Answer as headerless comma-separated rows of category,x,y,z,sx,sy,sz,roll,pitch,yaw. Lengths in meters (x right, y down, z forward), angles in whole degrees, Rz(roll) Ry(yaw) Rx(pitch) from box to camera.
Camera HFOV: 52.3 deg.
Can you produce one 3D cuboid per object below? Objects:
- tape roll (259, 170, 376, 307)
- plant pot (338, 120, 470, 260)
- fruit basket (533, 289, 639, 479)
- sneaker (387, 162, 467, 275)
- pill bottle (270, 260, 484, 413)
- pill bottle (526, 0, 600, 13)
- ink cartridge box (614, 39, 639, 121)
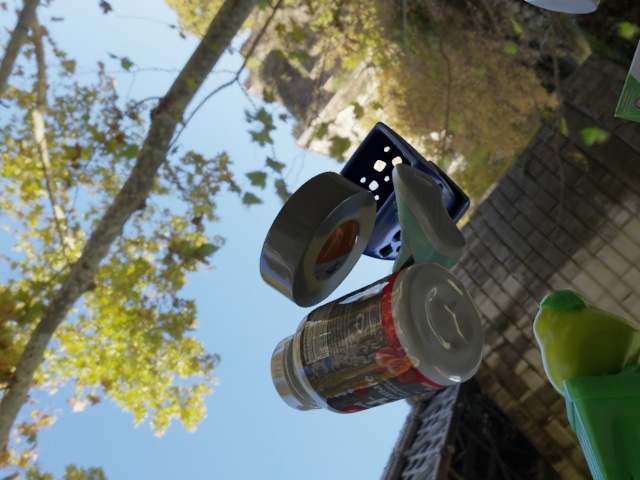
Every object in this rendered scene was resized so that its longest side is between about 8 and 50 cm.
tape roll,0.000,0.000,1.058,0.072,0.219,0.219,33,-166,25
plant pot,0.174,-0.086,1.440,0.212,0.236,0.236,26,-161,-32
fruit basket,0.525,0.250,1.115,0.392,0.283,0.392,-8,-90,-71
sneaker,0.150,-0.018,1.124,0.094,0.151,0.256,15,-144,-23
pill bottle,0.070,0.164,0.990,0.176,0.319,0.176,23,-127,-35
pill bottle,0.440,-0.542,1.091,0.160,0.283,0.160,15,-171,-3
ink cartridge box,0.625,-0.264,1.070,0.219,0.160,0.092,20,-137,21
